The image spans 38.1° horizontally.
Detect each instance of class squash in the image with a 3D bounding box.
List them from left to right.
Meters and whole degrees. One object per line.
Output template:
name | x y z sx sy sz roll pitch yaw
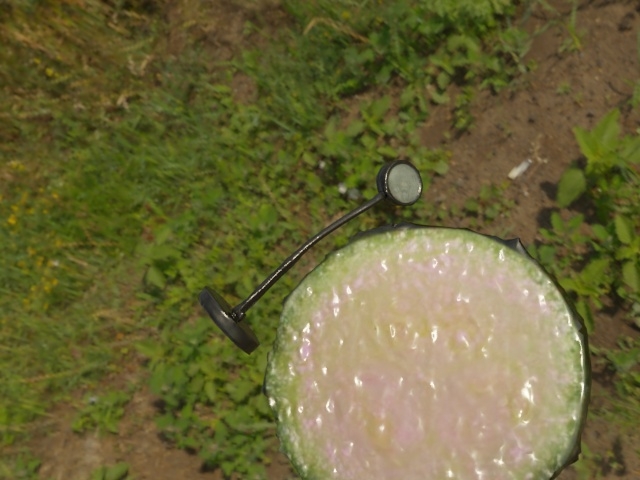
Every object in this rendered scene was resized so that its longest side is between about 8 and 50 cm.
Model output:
squash | 0.125 0.166 0.993 0.310 0.309 0.310 -4 71 12

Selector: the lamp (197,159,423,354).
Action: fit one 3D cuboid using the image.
lamp | -0.019 0.004 1.297 0.371 0.130 0.108 -48 18 -22
